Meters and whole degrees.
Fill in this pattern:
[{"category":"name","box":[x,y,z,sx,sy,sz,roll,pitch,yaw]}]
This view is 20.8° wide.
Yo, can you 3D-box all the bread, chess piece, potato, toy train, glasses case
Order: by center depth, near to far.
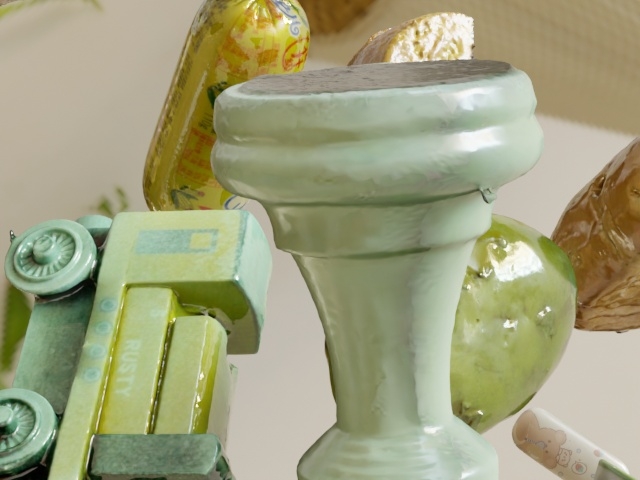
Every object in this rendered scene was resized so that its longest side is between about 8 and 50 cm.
[{"category":"chess piece","box":[0.040,0.049,1.035,0.195,0.299,0.194,-4,-169,1]},{"category":"potato","box":[0.109,0.078,1.493,0.253,0.186,0.148,-21,-177,-32]},{"category":"toy train","box":[-0.185,0.127,1.620,0.253,0.160,0.397,-1,-132,10]},{"category":"bread","box":[0.410,-0.044,1.725,0.337,0.148,0.328,-8,155,-22]},{"category":"bread","box":[0.095,-0.151,1.922,0.143,0.140,0.229,-30,-128,54]},{"category":"glasses case","box":[0.403,0.346,2.816,0.081,0.204,0.051,-59,170,9]}]

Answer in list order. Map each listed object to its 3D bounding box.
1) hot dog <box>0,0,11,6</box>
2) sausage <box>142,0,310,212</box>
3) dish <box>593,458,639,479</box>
[{"category":"hot dog","box":[-0.299,-0.241,1.604,0.140,0.060,0.090,-4,-168,4]},{"category":"sausage","box":[-0.100,-0.130,1.784,0.123,0.123,0.347,-51,168,-48]},{"category":"dish","box":[0.449,0.398,2.103,0.124,0.324,0.324,-60,-171,-2]}]
